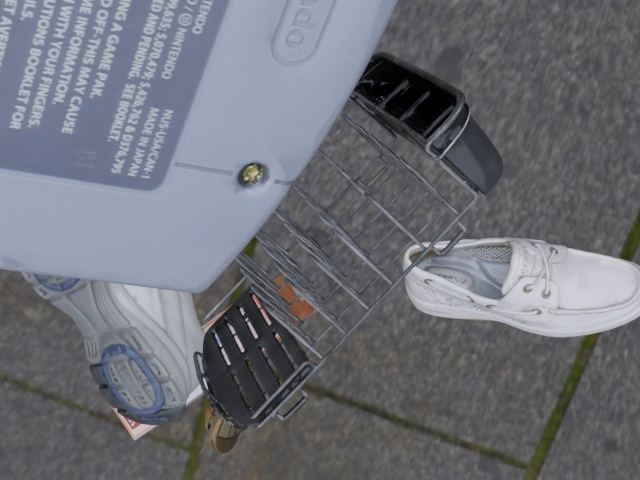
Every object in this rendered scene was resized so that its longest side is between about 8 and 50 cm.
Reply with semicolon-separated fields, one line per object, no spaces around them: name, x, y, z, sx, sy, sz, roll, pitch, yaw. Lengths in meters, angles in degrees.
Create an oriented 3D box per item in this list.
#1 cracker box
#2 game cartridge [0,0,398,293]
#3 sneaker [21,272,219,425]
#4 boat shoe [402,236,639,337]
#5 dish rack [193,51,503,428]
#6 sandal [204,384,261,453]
cracker box;-0.122;0.130;1.517;0.232;0.155;0.067;-37;87;19
game cartridge;-0.064;-0.115;0.438;0.198;0.062;0.297;6;125;-28
sneaker;-0.201;0.032;1.262;0.111;0.129;0.297;-15;108;32
boat shoe;0.224;0.044;1.432;0.277;0.098;0.096;1;153;15
dish rack;0.000;0.000;0.914;0.074;0.208;0.271;42;93;-21
sandal;-0.115;0.212;1.590;0.049;0.180;0.072;20;100;6
